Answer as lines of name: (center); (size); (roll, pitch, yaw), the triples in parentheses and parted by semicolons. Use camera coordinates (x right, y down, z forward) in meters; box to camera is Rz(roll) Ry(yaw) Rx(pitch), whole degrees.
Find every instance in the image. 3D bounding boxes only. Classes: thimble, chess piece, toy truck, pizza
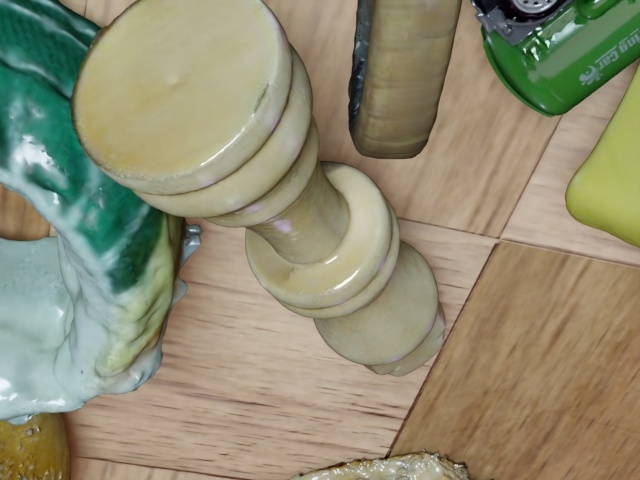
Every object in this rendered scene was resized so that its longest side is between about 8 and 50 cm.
thimble: (-0.212, -0.021, 0.593); (0.254, 0.167, 0.288); (-38, 121, 25)
chess piece: (0.000, 0.000, 0.618); (0.117, 0.117, 0.397); (-21, 149, 13)
toy truck: (0.187, -0.179, 0.537); (0.125, 0.101, 0.242); (36, 119, -27)
pizza: (0.085, 0.268, 0.911); (0.226, 0.069, 0.147); (36, 121, -28)

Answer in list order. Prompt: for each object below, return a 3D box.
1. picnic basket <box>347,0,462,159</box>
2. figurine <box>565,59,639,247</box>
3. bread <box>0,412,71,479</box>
picnic basket: (0.043, -0.189, 0.390); (0.337, 0.293, 0.337); (1, 120, 1)
figurine: (0.405, -0.049, 0.601); (0.378, 0.266, 0.361); (26, 108, -35)
bread: (-0.345, 0.202, 0.757); (0.305, 0.159, 0.305); (-5, 132, -6)
